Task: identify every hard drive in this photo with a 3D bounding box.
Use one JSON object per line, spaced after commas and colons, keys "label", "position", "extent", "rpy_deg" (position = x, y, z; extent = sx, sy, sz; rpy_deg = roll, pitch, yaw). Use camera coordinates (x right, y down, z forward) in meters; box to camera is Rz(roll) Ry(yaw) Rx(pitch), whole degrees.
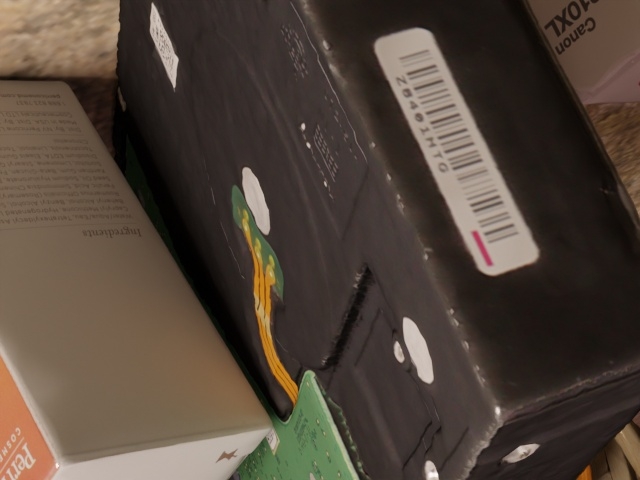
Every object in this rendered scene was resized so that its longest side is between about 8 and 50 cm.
{"label": "hard drive", "position": [0.000, 0.000, 0.578], "extent": [0.064, 0.237, 0.339], "rpy_deg": [-18, 159, -16]}

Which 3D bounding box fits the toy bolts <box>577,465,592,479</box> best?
{"label": "toy bolts", "position": [0.109, 0.262, 1.390], "extent": [0.218, 0.228, 0.158], "rpy_deg": [-12, 167, -25]}

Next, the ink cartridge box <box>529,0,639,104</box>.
{"label": "ink cartridge box", "position": [0.202, -0.138, 0.660], "extent": [0.237, 0.100, 0.172], "rpy_deg": [-7, 154, -43]}

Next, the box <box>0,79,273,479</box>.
{"label": "box", "position": [-0.118, 0.045, 0.624], "extent": [0.091, 0.170, 0.130], "rpy_deg": [-3, 140, -44]}

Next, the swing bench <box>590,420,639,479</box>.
{"label": "swing bench", "position": [0.204, 0.269, 1.487], "extent": [0.253, 0.254, 0.165], "rpy_deg": [-32, 159, 21]}

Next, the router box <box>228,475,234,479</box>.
{"label": "router box", "position": [-0.104, 0.117, 0.953], "extent": [0.133, 0.046, 0.179], "rpy_deg": [-17, 136, -22]}
